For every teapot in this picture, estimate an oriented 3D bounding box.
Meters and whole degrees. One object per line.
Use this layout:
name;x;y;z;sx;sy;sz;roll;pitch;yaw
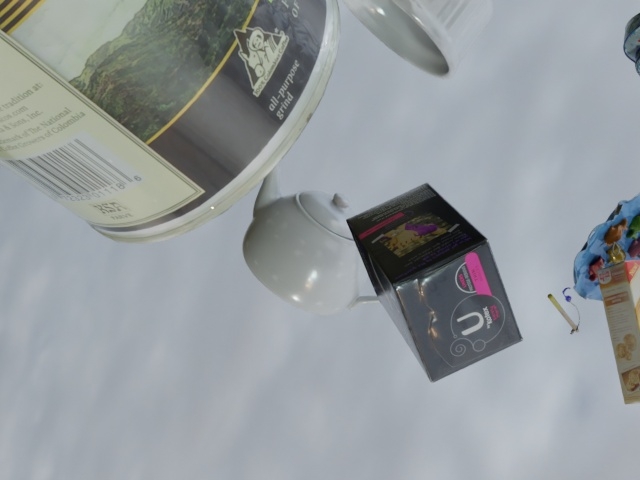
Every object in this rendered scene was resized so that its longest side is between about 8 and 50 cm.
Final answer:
teapot;0.000;0.000;1.762;0.187;0.256;0.252;-55;-142;22

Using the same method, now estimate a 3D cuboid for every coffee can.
coffee can;-0.148;-0.149;0.485;0.201;0.275;0.202;-21;-130;28

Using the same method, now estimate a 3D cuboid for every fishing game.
fishing game;0.432;0.014;1.396;0.264;0.189;0.041;-45;-130;-3

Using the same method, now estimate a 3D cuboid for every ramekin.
ramekin;0.158;-0.412;1.659;0.135;0.277;0.277;-50;-153;-1

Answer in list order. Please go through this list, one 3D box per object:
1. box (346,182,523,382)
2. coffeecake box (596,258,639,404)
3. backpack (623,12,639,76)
box;0.154;0.049;1.391;0.143;0.165;0.270;-25;-157;-2
coffeecake box;0.466;0.117;1.330;0.068;0.142;0.186;146;-63;-66
backpack;0.498;-0.279;1.425;0.105;0.114;0.084;-37;-159;48
